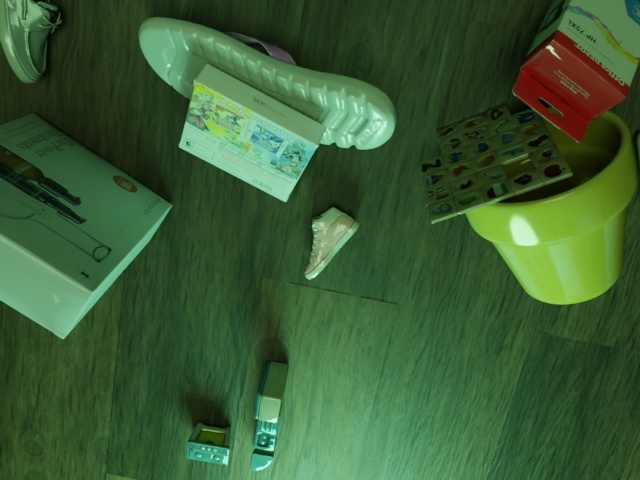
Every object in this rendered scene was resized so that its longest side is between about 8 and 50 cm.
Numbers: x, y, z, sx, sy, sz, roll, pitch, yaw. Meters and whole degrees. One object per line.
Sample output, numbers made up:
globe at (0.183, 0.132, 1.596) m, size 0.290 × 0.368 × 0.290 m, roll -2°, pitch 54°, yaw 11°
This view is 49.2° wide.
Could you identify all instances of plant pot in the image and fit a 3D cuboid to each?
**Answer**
plant pot at (0.361, -0.041, 1.075) m, size 0.254 × 0.254 × 0.239 m, roll -21°, pitch 121°, yaw 11°

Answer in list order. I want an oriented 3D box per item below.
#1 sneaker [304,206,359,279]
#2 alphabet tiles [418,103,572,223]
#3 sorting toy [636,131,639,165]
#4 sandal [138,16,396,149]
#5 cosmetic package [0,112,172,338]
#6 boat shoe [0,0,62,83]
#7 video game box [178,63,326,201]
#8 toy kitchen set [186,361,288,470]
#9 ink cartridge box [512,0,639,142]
sneaker at (0.000, 0.000, 1.208) m, size 0.070 × 0.051 × 0.134 m, roll 38°, pitch 105°, yaw -8°
alphabet tiles at (0.245, -0.127, 1.046) m, size 0.198 × 0.237 × 0.009 m, roll -19°, pitch 124°, yaw 14°
sorting toy at (0.655, -0.059, 1.142) m, size 0.229 × 0.041 × 0.307 m, roll -15°, pitch 108°, yaw 9°
sandal at (-0.078, -0.251, 1.091) m, size 0.416 × 0.102 × 0.169 m, roll 22°, pitch 148°, yaw 2°
cosmetic package at (-0.410, -0.044, 1.047) m, size 0.284 × 0.377 × 0.097 m, roll 36°, pitch 109°, yaw -9°
boat shoe at (-0.453, -0.363, 1.095) m, size 0.081 × 0.079 × 0.227 m, roll 0°, pitch 106°, yaw 9°
video game box at (-0.114, -0.163, 1.104) m, size 0.205 × 0.048 × 0.187 m, roll 27°, pitch 152°, yaw -6°
toy kitchen set at (-0.160, 0.334, 1.299) m, size 0.166 × 0.122 × 0.207 m, roll 10°, pitch 110°, yaw 1°
ink cartridge box at (0.376, -0.268, 0.996) m, size 0.134 × 0.231 × 0.078 m, roll 34°, pitch 152°, yaw -8°
